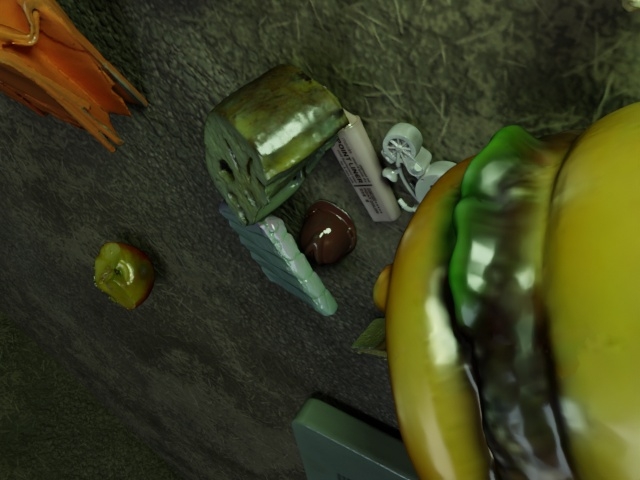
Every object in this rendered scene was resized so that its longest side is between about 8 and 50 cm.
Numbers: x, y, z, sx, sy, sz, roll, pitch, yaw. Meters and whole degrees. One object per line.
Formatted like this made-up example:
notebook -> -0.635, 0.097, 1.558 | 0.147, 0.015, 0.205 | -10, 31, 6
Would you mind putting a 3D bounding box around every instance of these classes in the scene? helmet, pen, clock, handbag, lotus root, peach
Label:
helmet -> 0.000, 0.000, 0.925 | 0.089, 0.057, 0.111 | 31, 145, 16
pen -> 0.045, -0.104, 0.787 | 0.053, 0.032, 0.197 | 1, 132, 44
clock -> 0.116, -0.077, 0.742 | 0.129, 0.041, 0.087 | 44, 143, -15
handbag -> -0.484, -0.291, 0.922 | 0.410, 0.116, 0.303 | 25, 171, 20
lotus root -> -0.064, -0.113, 0.772 | 0.138, 0.119, 0.235 | 54, 159, 8
peach -> -0.403, 0.076, 1.343 | 0.151, 0.118, 0.151 | 2, 93, 47

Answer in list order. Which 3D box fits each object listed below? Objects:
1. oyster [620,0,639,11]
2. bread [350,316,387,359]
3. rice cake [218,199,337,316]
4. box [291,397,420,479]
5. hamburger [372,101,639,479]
oyster -> 0.219, -0.268, 0.393 | 0.161, 0.107, 0.233 | 15, 121, 40
bread -> 0.112, 0.180, 1.006 | 0.084, 0.080, 0.109 | -8, 122, 50
rice cake -> -0.068, 0.019, 0.975 | 0.189, 0.037, 0.198 | 56, 165, -20
box -> 0.126, 0.517, 1.375 | 0.373, 0.090, 0.367 | 20, 143, 25
hamburger -> 0.243, 0.096, 0.530 | 0.277, 0.396, 0.396 | -15, 119, 49
